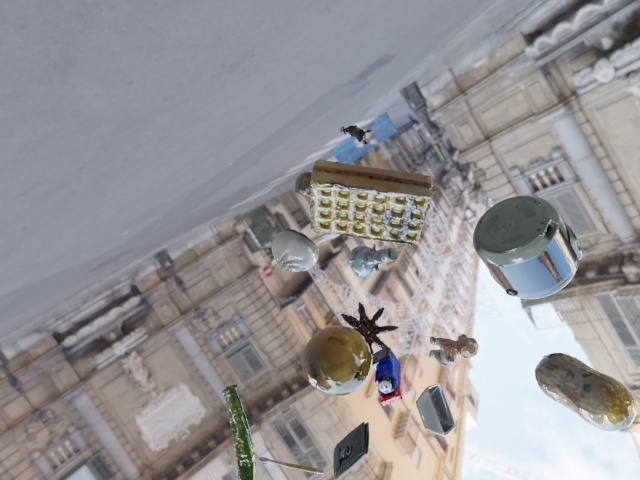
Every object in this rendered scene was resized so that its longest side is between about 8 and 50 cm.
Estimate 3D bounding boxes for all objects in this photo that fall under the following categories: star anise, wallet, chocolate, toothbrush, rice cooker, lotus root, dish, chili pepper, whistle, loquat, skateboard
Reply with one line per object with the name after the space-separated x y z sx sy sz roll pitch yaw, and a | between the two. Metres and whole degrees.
0.206 0.412 2.114 0.288 0.288 0.088 -32 170 -3 | star anise
0.129 0.897 2.049 0.236 0.055 0.160 -55 -165 29 | wallet
0.648 0.372 1.204 0.134 0.134 0.309 -32 -171 -1 | chocolate
-0.120 0.924 1.963 0.288 0.024 0.021 2 -150 18 | toothbrush
0.772 0.028 1.793 0.335 0.325 0.335 -30 -145 24 | rice cooker
-0.045 -0.230 1.993 0.120 0.120 0.209 -33 -167 -12 | lotus root
0.379 0.560 1.588 0.064 0.154 0.234 -26 159 20 | dish
-0.227 0.597 1.372 0.076 0.359 0.085 -8 168 -19 | chili pepper
0.230 0.085 2.190 0.346 0.134 0.142 -20 -132 60 | whistle
0.063 0.447 1.792 0.263 0.263 0.263 -32 -176 3 | loquat
0.152 -0.477 2.129 0.080 0.067 0.151 -4 -153 -32 | skateboard

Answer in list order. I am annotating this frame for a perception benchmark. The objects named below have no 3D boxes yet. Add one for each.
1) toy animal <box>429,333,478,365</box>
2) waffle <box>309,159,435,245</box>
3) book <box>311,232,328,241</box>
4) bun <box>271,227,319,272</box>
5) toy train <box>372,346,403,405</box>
0.531 0.422 1.810 0.185 0.104 0.184 5 -173 -14 | toy animal
0.153 -0.111 1.537 0.261 0.376 0.114 95 5 -50 | waffle
0.000 0.000 2.271 0.199 0.016 0.138 -28 166 -4 | book
-0.096 0.050 1.679 0.173 0.173 0.120 -25 -147 59 | bun
0.248 0.500 1.764 0.083 0.131 0.204 -27 -168 17 | toy train
